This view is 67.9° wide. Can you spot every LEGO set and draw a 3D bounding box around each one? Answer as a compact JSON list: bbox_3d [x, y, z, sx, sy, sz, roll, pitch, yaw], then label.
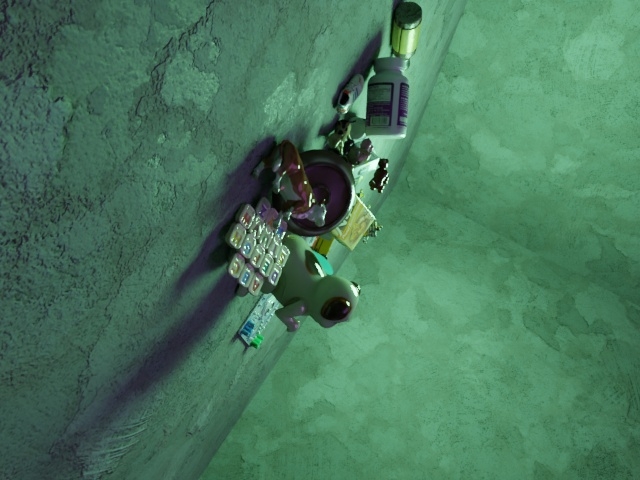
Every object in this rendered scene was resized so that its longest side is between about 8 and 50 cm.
[{"bbox_3d":[0.202,-0.123,2.289,0.331,0.192,0.255,48,44,-84],"label":"LEGO set"}]

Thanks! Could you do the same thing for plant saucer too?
[{"bbox_3d":[-0.011,-0.152,1.621,0.311,0.310,0.050,-63,-151,9],"label":"plant saucer"}]

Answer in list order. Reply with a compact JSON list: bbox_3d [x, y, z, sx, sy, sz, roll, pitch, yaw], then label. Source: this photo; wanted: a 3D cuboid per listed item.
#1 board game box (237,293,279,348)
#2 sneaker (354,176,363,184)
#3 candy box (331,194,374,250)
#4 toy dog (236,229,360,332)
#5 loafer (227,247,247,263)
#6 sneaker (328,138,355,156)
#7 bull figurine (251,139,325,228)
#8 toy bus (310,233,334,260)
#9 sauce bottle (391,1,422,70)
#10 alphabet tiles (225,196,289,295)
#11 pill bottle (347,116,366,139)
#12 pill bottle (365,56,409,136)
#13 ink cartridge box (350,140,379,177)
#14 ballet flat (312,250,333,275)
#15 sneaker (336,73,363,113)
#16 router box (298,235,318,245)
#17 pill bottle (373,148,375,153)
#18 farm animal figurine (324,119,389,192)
[{"bbox_3d":[-0.246,0.332,2.327,0.390,0.050,0.390,-57,168,-18],"label":"board game box"},{"bbox_3d":[0.140,-0.306,2.331,0.121,0.111,0.300,-56,167,-2],"label":"sneaker"},{"bbox_3d":[0.092,-0.106,1.990,0.183,0.087,0.316,-55,143,-5],"label":"candy box"},{"bbox_3d":[-0.041,0.165,1.834,0.395,0.407,0.284,-57,172,17],"label":"toy dog"},{"bbox_3d":[-0.190,0.011,1.621,0.319,0.111,0.112,-47,163,-49],"label":"loafer"},{"bbox_3d":[0.092,-0.350,1.953,0.170,0.089,0.051,-29,152,-22],"label":"sneaker"},{"bbox_3d":[-0.087,-0.149,1.465,0.188,0.101,0.310,-50,129,-38],"label":"bull figurine"},{"bbox_3d":[0.000,0.000,2.353,0.108,0.130,0.333,-76,-172,-60],"label":"toy bus"},{"bbox_3d":[0.347,-0.824,1.957,0.111,0.111,0.344,-59,170,-9],"label":"sauce bottle"},{"bbox_3d":[-0.189,0.018,1.492,0.284,0.021,0.278,54,51,-47],"label":"alphabet tiles"},{"bbox_3d":[0.171,-0.481,2.053,0.094,0.094,0.169,-64,169,18],"label":"pill bottle"},{"bbox_3d":[0.269,-0.567,1.910,0.169,0.169,0.302,-21,115,-73],"label":"pill bottle"},{"bbox_3d":[0.142,-0.341,2.030,0.175,0.127,0.072,-27,152,-26],"label":"ink cartridge box"},{"bbox_3d":[-0.078,0.107,2.190,0.139,0.139,0.400,-60,151,-1],"label":"ballet flat"},{"bbox_3d":[0.109,-0.540,1.728,0.161,0.057,0.075,-58,174,-1],"label":"sneaker"},{"bbox_3d":[-0.021,-0.137,2.080,0.336,0.082,0.301,-62,169,5],"label":"router box"},{"bbox_3d":[0.225,-0.417,2.467,0.152,0.086,0.086,-54,167,-30],"label":"pill bottle"},{"bbox_3d":[0.091,-0.304,1.794,0.326,0.330,0.172,-34,153,-11],"label":"farm animal figurine"}]
